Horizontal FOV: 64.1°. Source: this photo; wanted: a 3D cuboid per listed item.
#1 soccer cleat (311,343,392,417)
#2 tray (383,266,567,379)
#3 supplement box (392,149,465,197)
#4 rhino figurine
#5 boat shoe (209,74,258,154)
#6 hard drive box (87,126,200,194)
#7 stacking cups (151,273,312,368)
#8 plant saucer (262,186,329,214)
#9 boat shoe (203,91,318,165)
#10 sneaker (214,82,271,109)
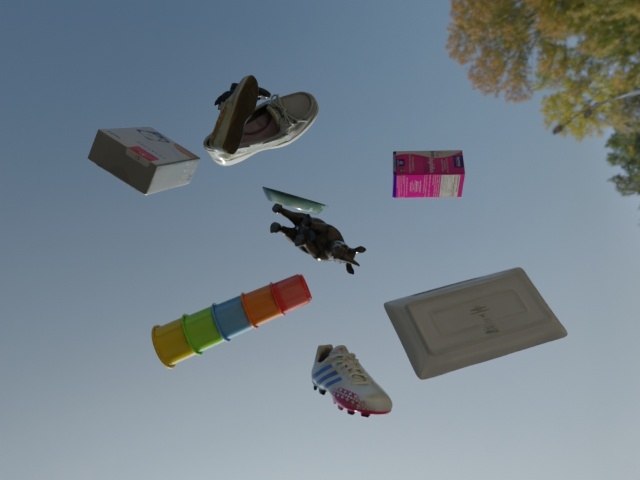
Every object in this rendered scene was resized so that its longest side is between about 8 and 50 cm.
[{"bbox_3d":[0.070,0.358,1.350,0.116,0.331,0.143,5,-91,-30],"label":"soccer cleat"},{"bbox_3d":[0.252,0.121,0.823,0.270,0.030,0.145,-13,-126,-14],"label":"tray"},{"bbox_3d":[0.340,-0.210,1.628,0.114,0.220,0.111,83,-170,-50],"label":"supplement box"},{"bbox_3d":[0.000,0.000,0.949,0.106,0.243,0.073,29,-90,-39],"label":"rhino figurine"},{"bbox_3d":[-0.140,-0.203,0.809,0.050,0.045,0.135,46,-119,-60],"label":"boat shoe"},{"bbox_3d":[-0.459,-0.217,1.357,0.181,0.089,0.232,31,-161,4],"label":"hard drive box"},{"bbox_3d":[-0.174,0.148,1.020,0.316,0.096,0.096,-25,-80,2],"label":"stacking cups"},{"bbox_3d":[-0.045,-0.066,0.880,0.119,0.119,0.021,15,-86,-35],"label":"plant saucer"},{"bbox_3d":[-0.153,-0.300,1.342,0.320,0.103,0.118,-24,-97,-1],"label":"boat shoe"},{"bbox_3d":[-0.241,-0.436,1.590,0.051,0.170,0.089,43,-114,-69],"label":"sneaker"}]
